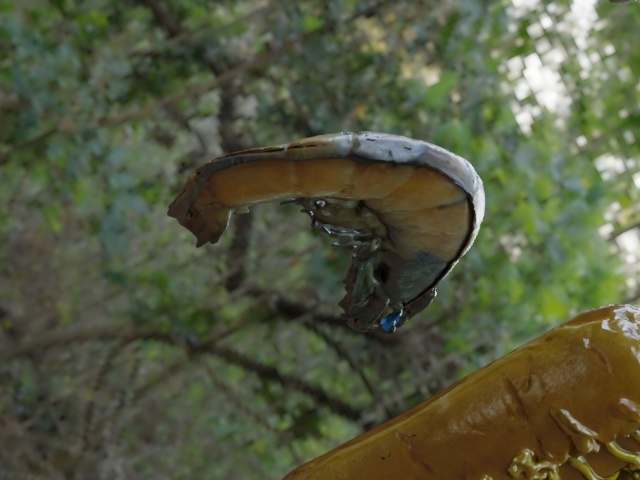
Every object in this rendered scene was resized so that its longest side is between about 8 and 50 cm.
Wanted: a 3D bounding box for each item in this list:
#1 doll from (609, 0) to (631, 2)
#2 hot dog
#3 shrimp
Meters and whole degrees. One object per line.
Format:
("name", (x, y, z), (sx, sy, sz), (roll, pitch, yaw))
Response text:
("doll", (0.259, -0.223, 1.207), (0.221, 0.135, 0.143), (26, -33, 43))
("hot dog", (0.050, 0.074, 0.546), (0.071, 0.165, 0.045), (30, 37, -43))
("shrimp", (0.000, 0.000, 1.268), (0.290, 0.222, 0.054), (97, -6, -64))
